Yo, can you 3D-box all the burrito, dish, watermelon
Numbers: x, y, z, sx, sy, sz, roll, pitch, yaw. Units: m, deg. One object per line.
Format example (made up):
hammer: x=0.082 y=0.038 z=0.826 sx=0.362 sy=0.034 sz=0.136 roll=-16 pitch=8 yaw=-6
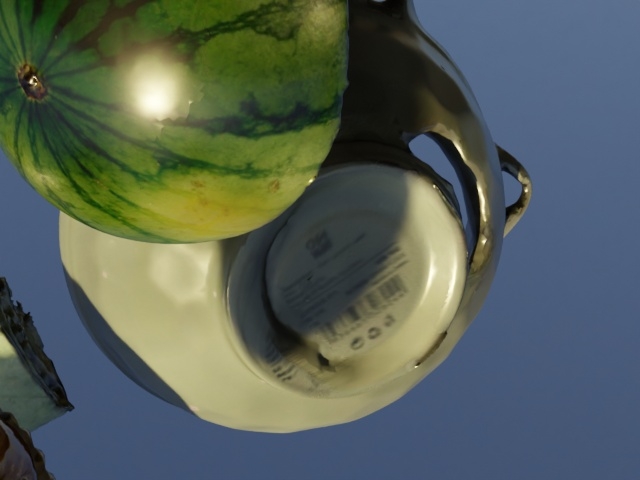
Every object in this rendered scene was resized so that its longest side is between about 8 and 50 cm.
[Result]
burrito: x=-0.160 y=0.067 z=0.717 sx=0.118 sy=0.074 sz=0.044 roll=-29 pitch=-142 yaw=7
dish: x=0.000 y=0.000 z=1.036 sx=0.303 sy=0.303 sz=0.120 roll=-10 pitch=-154 yaw=-18
watermelon: x=-0.046 y=-0.047 z=0.420 sx=0.105 sy=0.106 sz=0.062 roll=26 pitch=-156 yaw=32

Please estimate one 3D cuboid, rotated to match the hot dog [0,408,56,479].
hot dog: x=-0.122 y=0.110 z=0.466 sx=0.059 sy=0.108 sz=0.191 roll=-12 pitch=-168 yaw=28
